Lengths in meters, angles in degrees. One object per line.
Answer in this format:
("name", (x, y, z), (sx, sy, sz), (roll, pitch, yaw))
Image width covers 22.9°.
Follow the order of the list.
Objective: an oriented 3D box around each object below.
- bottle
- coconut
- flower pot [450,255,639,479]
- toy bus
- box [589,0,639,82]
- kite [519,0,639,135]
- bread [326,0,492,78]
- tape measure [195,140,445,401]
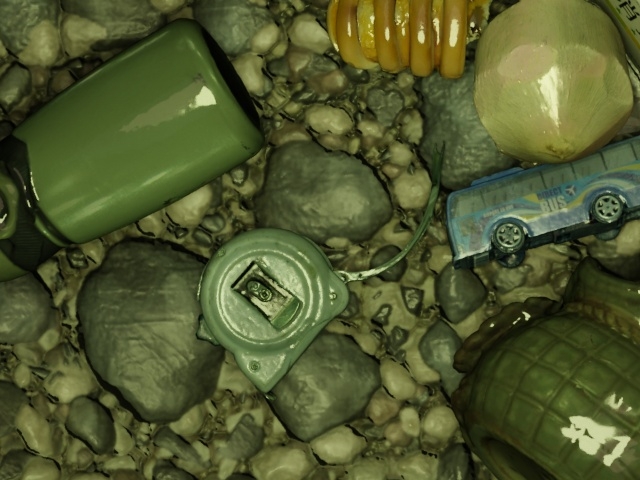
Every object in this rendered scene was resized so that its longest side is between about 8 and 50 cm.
("bottle", (-0.238, -0.083, 1.652), (0.347, 0.168, 0.168), (-30, 88, 5))
("coconut", (0.232, -0.152, 1.604), (0.170, 0.171, 0.183), (5, 52, 3))
("flower pot", (0.280, 0.173, 1.569), (0.302, 0.302, 0.213), (44, 77, 3))
("toy bus", (0.245, -0.038, 1.672), (0.236, 0.079, 0.094), (-16, 73, 3))
("box", (0.346, -0.285, 1.600), (0.145, 0.173, 0.333), (-35, 92, -1))
("kite", (0.265, -0.259, 1.699), (0.169, 0.015, 0.310), (-3, 90, 4))
("bread", (0.093, -0.233, 1.676), (0.177, 0.084, 0.119), (3, 89, 7))
("tape measure", (0.001, 0.001, 1.677), (0.164, 0.084, 0.330), (38, 93, -1))
